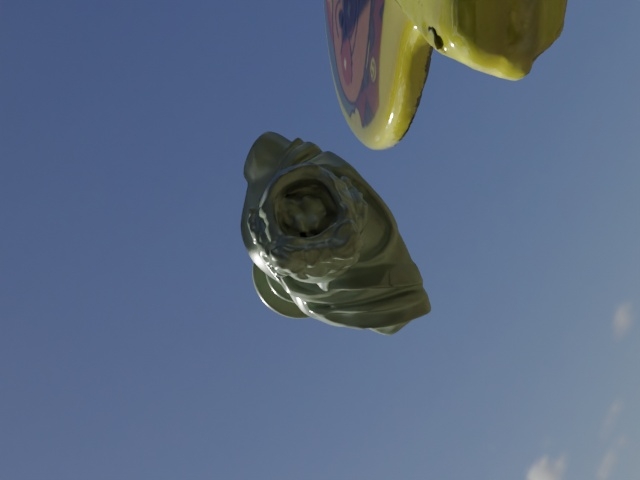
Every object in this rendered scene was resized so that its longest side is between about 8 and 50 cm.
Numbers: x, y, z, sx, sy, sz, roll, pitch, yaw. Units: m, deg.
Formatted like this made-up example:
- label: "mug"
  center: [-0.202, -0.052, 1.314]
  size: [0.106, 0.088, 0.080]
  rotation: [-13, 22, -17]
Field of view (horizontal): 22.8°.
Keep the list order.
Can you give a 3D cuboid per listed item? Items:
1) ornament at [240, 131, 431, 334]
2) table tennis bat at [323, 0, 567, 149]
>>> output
- label: "ornament"
  center: [-0.001, 0.000, 0.458]
  size: [0.041, 0.068, 0.092]
  rotation: [-41, -31, -9]
- label: "table tennis bat"
  center: [0.040, -0.140, 0.774]
  size: [0.368, 0.054, 0.224]
  rotation: [-120, 31, -69]
